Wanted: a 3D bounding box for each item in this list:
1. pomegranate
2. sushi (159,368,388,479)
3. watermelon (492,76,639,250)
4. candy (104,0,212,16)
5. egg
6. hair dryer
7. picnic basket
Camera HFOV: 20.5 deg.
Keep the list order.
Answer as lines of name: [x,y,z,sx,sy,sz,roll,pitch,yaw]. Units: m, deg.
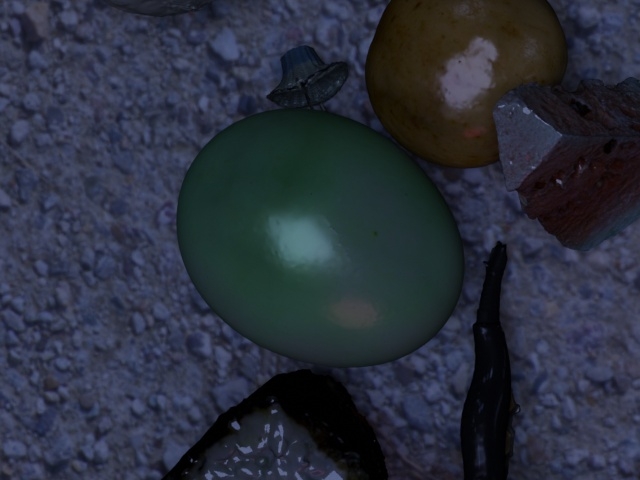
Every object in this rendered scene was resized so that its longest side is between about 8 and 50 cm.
pomegranate: [0.139,-0.148,1.574,0.196,0.196,0.196,1,95,12]
sushi: [-0.075,0.284,1.644,0.196,0.182,0.343,45,106,13]
watermelon: [0.221,-0.074,1.534,0.154,0.241,0.094,-49,60,17]
candy: [-0.154,-0.344,1.593,0.295,0.185,0.295,7,116,15]
egg: [0.000,0.000,1.588,0.269,0.220,0.220,32,100,6]
hair dryer: [0.188,0.174,1.611,0.303,0.120,0.359,13,71,-24]
picnic basket: [-0.011,-0.143,1.661,0.083,0.065,0.083,-21,73,8]
